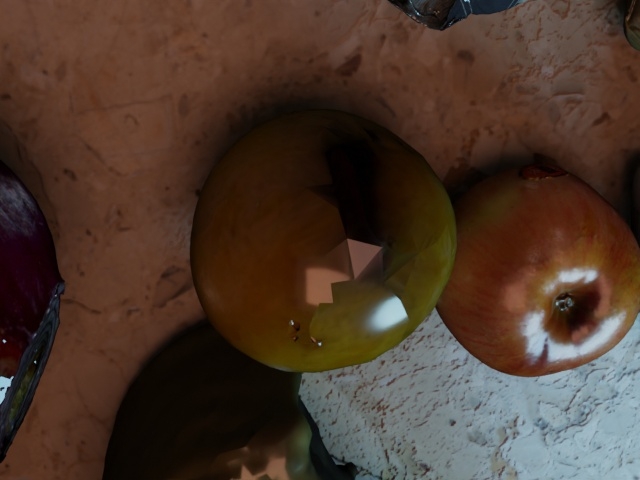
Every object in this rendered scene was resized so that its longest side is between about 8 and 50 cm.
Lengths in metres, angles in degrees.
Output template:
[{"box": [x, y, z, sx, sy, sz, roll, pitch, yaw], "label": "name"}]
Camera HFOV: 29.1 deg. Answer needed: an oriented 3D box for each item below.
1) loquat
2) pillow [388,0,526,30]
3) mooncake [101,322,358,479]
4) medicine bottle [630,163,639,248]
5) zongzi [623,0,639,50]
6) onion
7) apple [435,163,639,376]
[{"box": [0.000, 0.000, 1.071, 0.235, 0.235, 0.235, -4, 117, -9], "label": "loquat"}, {"box": [0.168, -0.322, 1.019, 0.161, 0.092, 0.335, 26, 110, -12], "label": "pillow"}, {"box": [-0.021, 0.290, 1.210, 0.394, 0.246, 0.393, 14, 119, -13], "label": "mooncake"}, {"box": [0.371, 0.025, 1.204, 0.135, 0.135, 0.215, -8, 117, -6], "label": "medicine bottle"}, {"box": [0.302, -0.270, 1.079, 0.197, 0.099, 0.194, 34, 113, -4], "label": "zongzi"}, {"box": [-0.336, 0.035, 0.972, 0.282, 0.336, 0.260, 22, 91, 10], "label": "onion"}, {"box": [0.202, 0.030, 1.160, 0.209, 0.164, 0.209, -5, 117, -11], "label": "apple"}]
